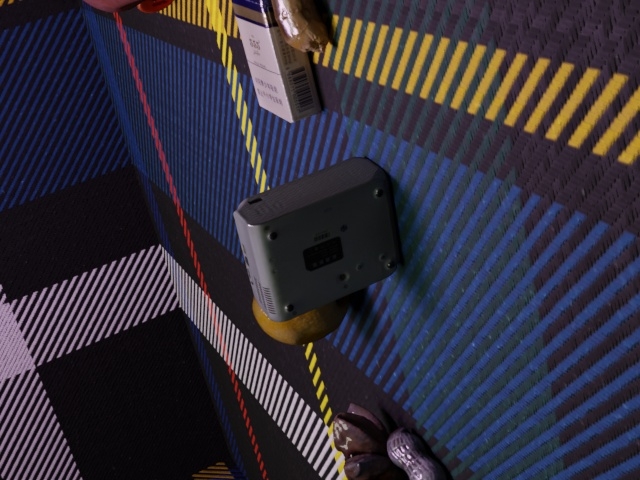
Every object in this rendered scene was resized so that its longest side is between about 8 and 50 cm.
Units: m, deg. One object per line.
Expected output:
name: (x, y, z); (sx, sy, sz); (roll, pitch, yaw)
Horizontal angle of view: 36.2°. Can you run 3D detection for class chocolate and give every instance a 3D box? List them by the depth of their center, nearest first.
chocolate: (0.186, 0.432, 1.914); (0.167, 0.072, 0.072); (46, 153, 44)

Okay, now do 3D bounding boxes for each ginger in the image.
ginger: (-0.040, -0.389, 1.578); (0.095, 0.069, 0.190); (-9, 104, 40)

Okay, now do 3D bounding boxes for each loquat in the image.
loquat: (-0.042, 0.109, 1.964); (0.213, 0.213, 0.213); (56, 159, 34)

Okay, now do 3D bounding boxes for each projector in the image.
projector: (0.000, 0.000, 1.631); (0.108, 0.250, 0.198); (42, 149, 52)

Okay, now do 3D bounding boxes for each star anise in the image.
star anise: (0.113, 0.483, 2.021); (0.315, 0.108, 0.315); (-18, -90, -77)

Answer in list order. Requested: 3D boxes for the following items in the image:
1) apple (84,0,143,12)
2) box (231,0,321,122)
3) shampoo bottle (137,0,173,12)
apple: (-0.427, -0.623, 2.106); (0.235, 0.306, 0.306); (63, 164, -14)
box: (-0.085, -0.353, 1.749); (0.168, 0.071, 0.259); (39, 146, 57)
shampoo bottle: (-0.447, -0.687, 2.363); (0.278, 0.104, 0.104); (62, 162, 18)
